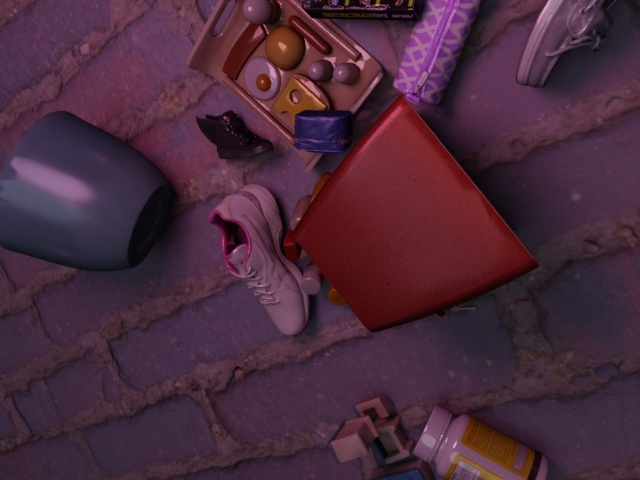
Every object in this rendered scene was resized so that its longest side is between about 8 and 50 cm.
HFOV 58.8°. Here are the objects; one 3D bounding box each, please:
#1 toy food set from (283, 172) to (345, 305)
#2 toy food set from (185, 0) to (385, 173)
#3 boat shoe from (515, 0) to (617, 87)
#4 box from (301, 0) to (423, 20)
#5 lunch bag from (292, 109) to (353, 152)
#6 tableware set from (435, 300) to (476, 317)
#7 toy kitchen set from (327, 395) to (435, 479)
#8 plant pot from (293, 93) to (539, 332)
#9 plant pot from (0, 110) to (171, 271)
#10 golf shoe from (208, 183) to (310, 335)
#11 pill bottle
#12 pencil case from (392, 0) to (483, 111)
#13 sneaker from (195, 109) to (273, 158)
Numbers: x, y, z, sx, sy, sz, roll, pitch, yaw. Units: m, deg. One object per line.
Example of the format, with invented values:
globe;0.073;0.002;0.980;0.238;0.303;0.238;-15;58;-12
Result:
toy food set;0.000;0.000;1.044;0.111;0.104;0.232;-8;121;14
toy food set;-0.069;-0.290;0.968;0.306;0.092;0.220;43;119;7
boat shoe;0.377;-0.330;0.734;0.103;0.118;0.320;41;112;14
box;0.075;-0.430;0.849;0.184;0.045;0.190;10;91;23
lunch bag;0.001;-0.173;0.915;0.098;0.067;0.065;5;113;16
tableware set;0.208;0.060;0.986;0.104;0.024;0.154;-6;103;27
toy kitchen set;0.096;0.424;1.070;0.122;0.166;0.207;-29;92;29
plant pot;0.118;-0.024;0.829;0.236;0.267;0.267;-38;90;16
plant pot;-0.438;-0.073;1.113;0.235;0.293;0.293;21;115;1
golf shoe;-0.119;0.052;1.068;0.115;0.140;0.306;-15;100;38
pill bottle;0.277;0.382;0.999;0.208;0.119;0.119;26;115;16
pencil case;0.176;-0.304;0.851;0.086;0.088;0.206;25;114;14
sneaker;-0.161;-0.199;1.052;0.170;0.051;0.089;3;114;44
